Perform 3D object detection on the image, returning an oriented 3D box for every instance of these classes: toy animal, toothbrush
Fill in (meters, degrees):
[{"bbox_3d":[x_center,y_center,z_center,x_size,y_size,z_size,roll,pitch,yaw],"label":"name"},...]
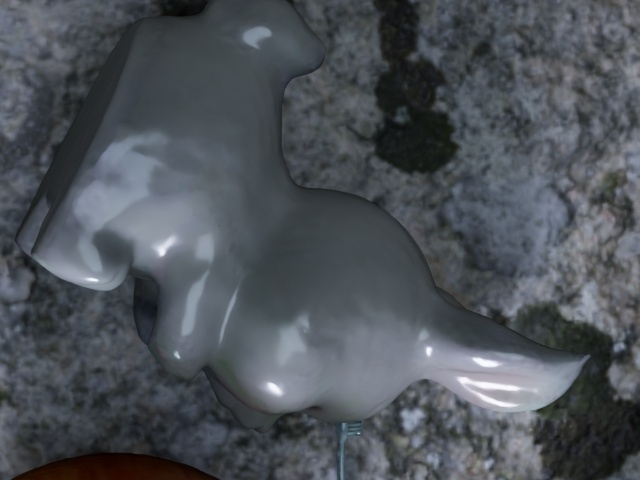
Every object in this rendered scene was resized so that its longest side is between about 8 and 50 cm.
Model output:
[{"bbox_3d":[-0.009,0.006,1.240,0.368,0.196,0.241,39,89,-12],"label":"toy animal"},{"bbox_3d":[0.020,0.218,1.367,0.019,0.016,0.219,-2,98,-19],"label":"toothbrush"}]

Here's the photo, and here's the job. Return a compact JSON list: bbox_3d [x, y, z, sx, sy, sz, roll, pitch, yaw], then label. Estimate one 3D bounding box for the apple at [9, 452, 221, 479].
[{"bbox_3d":[-0.131,0.279,1.237,0.286,0.233,0.286,-3,102,-13],"label":"apple"}]
